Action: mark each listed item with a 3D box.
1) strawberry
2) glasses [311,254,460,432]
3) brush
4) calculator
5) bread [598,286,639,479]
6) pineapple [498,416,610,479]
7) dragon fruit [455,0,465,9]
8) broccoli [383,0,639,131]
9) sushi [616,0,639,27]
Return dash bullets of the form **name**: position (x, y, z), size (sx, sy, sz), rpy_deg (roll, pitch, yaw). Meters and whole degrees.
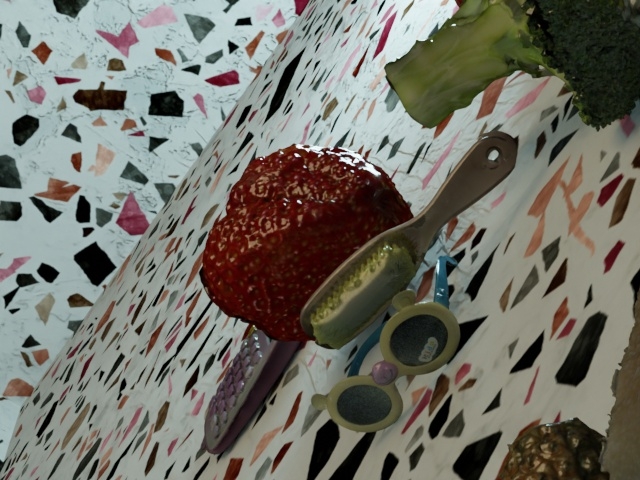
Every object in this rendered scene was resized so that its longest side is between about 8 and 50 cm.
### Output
- **strawberry**: position (0.000, 0.000, 2.279), size (0.288, 0.238, 0.250), rpy_deg (-31, 33, 46)
- **glasses**: position (0.103, 0.109, 2.076), size (0.190, 0.088, 0.220), rpy_deg (-52, -6, 27)
- **brush**: position (0.101, 0.006, 2.053), size (0.313, 0.072, 0.067), rpy_deg (-45, 18, 8)
- **calculator**: position (-0.085, 0.168, 2.625), size (0.294, 0.043, 0.194), rpy_deg (-59, 14, 10)
- **bread**: position (0.302, 0.057, 1.330), size (0.183, 0.102, 0.337), rpy_deg (-43, 18, 40)
- **pineapple**: position (0.174, 0.234, 1.408), size (0.108, 0.108, 0.198), rpy_deg (-39, 33, 54)
- **dragon fruit**: position (0.242, -0.338, 2.340), size (0.160, 0.166, 0.172), rpy_deg (-20, -26, -35)
- **broccoli**: position (0.213, -0.203, 1.990), size (0.221, 0.252, 0.361), rpy_deg (-62, -1, -32)
- **sushi**: position (0.350, -0.186, 1.509), size (0.139, 0.184, 0.274), rpy_deg (-59, 14, 1)
